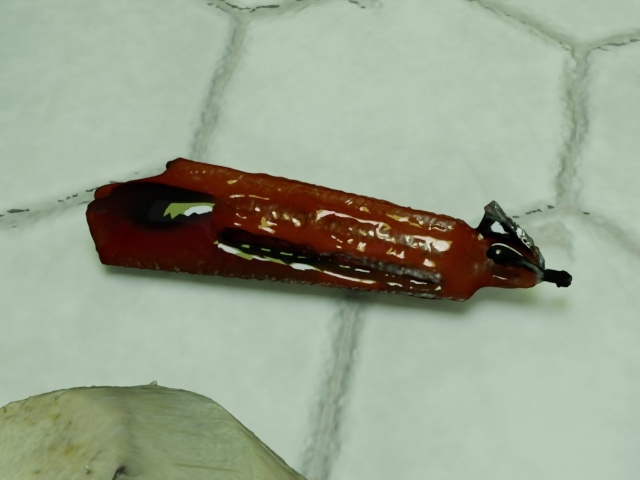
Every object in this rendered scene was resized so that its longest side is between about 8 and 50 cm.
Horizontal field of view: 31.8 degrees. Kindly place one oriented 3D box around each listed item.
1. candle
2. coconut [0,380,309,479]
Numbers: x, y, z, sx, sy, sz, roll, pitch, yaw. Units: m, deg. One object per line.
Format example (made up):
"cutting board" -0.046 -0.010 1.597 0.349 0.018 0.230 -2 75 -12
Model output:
"candle" 0.000 0.000 0.682 0.301 0.059 0.084 10 66 13
"coconut" -0.078 0.183 0.457 0.227 0.230 0.227 -23 34 17
